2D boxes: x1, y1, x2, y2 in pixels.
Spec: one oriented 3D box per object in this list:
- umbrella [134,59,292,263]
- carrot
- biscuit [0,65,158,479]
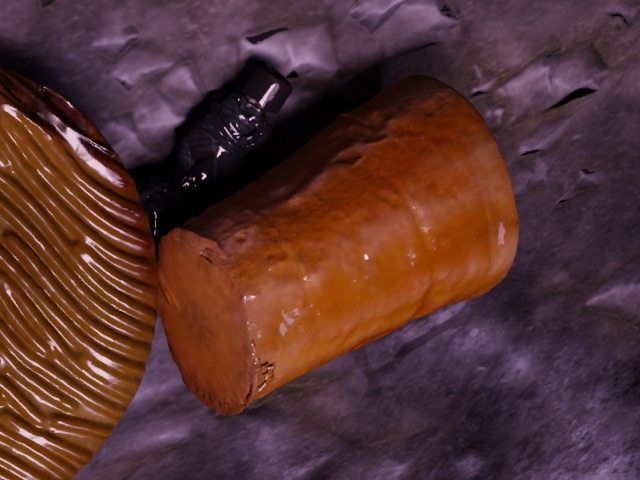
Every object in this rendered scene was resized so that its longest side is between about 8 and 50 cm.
[{"bbox_3d":[-0.105,-0.043,1.060,0.071,0.080,0.224,37,100,-15],"label":"umbrella"},{"bbox_3d":[0.000,0.000,1.063,0.254,0.196,0.196,-23,140,-29],"label":"carrot"},{"bbox_3d":[-0.254,0.035,0.888,0.318,0.040,0.318,0,90,-23],"label":"biscuit"}]
